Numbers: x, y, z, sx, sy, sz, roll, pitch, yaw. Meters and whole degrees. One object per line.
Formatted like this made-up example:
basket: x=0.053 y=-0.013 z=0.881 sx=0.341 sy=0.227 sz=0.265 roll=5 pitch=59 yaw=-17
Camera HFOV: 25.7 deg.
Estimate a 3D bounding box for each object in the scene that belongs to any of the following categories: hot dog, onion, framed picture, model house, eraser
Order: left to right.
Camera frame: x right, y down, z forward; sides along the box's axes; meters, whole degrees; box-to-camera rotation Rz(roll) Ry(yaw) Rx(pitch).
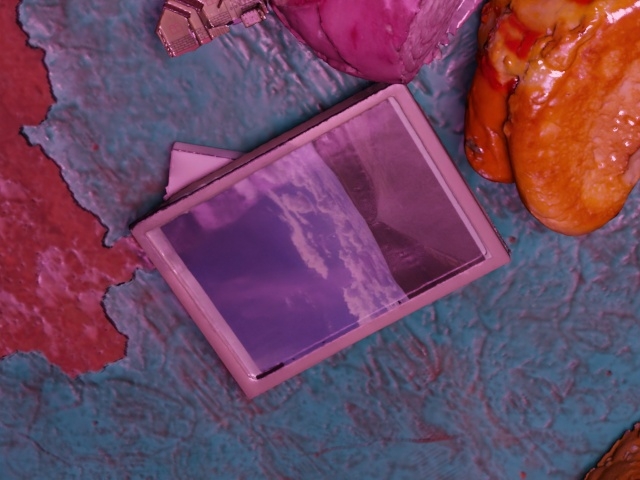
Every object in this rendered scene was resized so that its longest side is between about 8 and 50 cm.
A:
model house: x=-0.088 y=-0.186 z=1.079 sx=0.083 sy=0.057 sz=0.058 roll=-19 pitch=115 yaw=12
eraser: x=-0.055 y=-0.019 z=1.162 sx=0.150 sy=0.023 sz=0.104 roll=9 pitch=112 yaw=-1
framed picture: x=0.000 y=0.000 z=1.145 sx=0.260 sy=0.023 sz=0.189 roll=-28 pitch=111 yaw=12
onion: x=0.043 y=-0.229 z=0.996 sx=0.200 sy=0.200 sz=0.207 roll=29 pitch=125 yaw=-9
hot dog: x=0.195 y=-0.139 z=1.038 sx=0.153 sy=0.150 sz=0.257 roll=24 pitch=115 yaw=-15

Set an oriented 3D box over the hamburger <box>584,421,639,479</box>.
hamburger: x=0.334 y=0.226 z=1.146 sx=0.309 sy=0.211 sz=0.132 roll=-42 pitch=109 yaw=16
